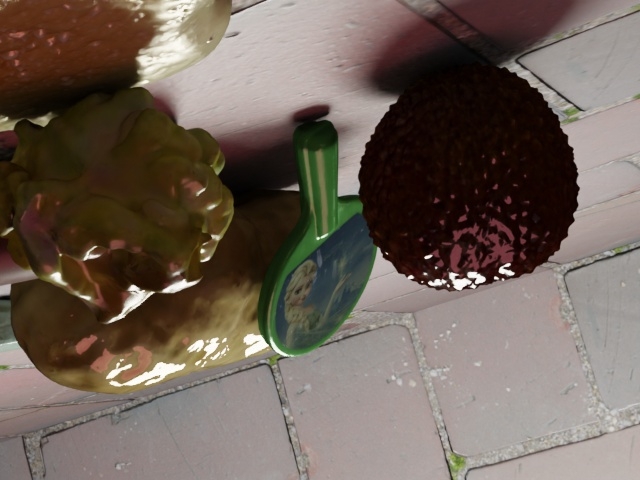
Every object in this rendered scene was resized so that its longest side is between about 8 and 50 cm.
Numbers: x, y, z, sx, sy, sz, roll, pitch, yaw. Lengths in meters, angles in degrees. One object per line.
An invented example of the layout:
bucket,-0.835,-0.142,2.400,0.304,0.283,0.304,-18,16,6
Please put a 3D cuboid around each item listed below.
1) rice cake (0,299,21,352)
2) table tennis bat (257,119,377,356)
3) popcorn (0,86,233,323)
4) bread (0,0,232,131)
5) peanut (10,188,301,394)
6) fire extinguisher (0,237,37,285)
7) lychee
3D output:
rice cake,-0.288,0.087,1.597,0.336,0.063,0.066,-10,166,-28
table tennis bat,0.000,0.000,1.220,0.160,0.039,0.257,-38,142,-34
popcorn,-0.124,-0.021,0.781,0.145,0.126,0.125,5,149,10
bread,-0.183,-0.109,0.707,0.316,0.054,0.316,-13,169,-2
peanut,-0.118,0.032,1.269,0.387,0.169,0.192,-12,142,-46
fire extinguisher,-0.226,-0.011,1.027,0.269,0.104,0.105,-12,169,-15
lychee,0.122,-0.051,1.110,0.194,0.194,0.194,-15,170,-3
